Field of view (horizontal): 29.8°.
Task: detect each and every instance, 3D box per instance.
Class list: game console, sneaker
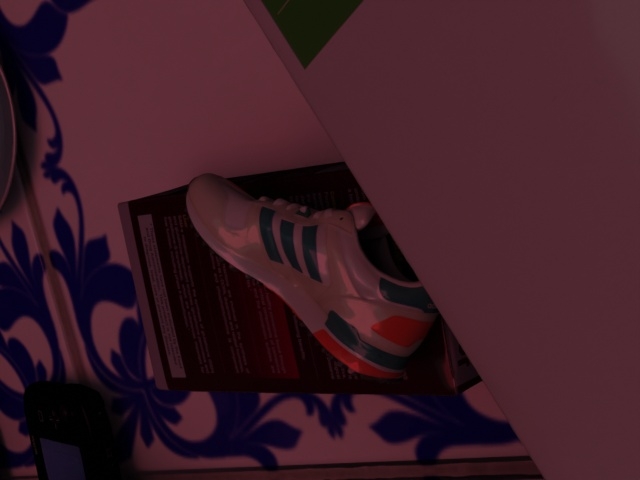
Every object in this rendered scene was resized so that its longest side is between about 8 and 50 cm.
[{"bbox_3d":[-0.186,0.287,0.969,0.213,0.044,0.361,-3,100,40],"label":"game console"},{"bbox_3d":[0.000,0.000,0.634,0.161,0.057,0.075,41,108,24],"label":"sneaker"}]

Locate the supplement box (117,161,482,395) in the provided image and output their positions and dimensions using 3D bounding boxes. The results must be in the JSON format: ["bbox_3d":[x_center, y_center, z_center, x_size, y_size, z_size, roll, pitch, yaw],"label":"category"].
[{"bbox_3d":[-0.008,0.021,0.723,0.239,0.073,0.130,-4,100,41],"label":"supplement box"}]

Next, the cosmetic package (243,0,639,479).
[{"bbox_3d":[0.127,-0.066,0.525,0.365,0.155,0.197,58,137,12],"label":"cosmetic package"}]

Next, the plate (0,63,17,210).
[{"bbox_3d":[-0.294,-0.099,0.959,0.188,0.024,0.188,12,110,36],"label":"plate"}]
